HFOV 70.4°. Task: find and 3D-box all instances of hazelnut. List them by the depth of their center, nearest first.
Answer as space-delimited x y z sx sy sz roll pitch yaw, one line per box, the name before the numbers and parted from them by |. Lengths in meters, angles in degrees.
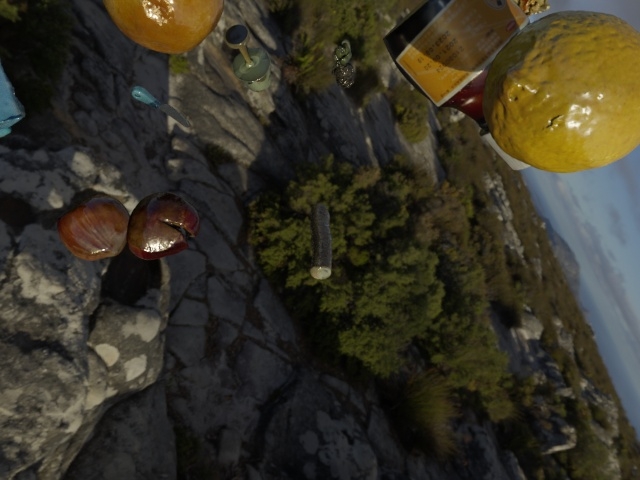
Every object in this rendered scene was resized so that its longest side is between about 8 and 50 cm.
hazelnut | -0.439 -0.036 1.258 0.178 0.178 0.204 45 73 -33
hazelnut | -0.697 -0.039 1.425 0.210 0.210 0.186 52 -13 -23

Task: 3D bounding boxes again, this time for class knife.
knife | -0.551 -0.467 1.603 0.244 0.058 0.032 28 52 -48

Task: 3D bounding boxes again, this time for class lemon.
lemon | 0.307 -0.175 0.559 0.257 0.188 0.188 3 63 -33

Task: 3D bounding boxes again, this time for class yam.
yam | 0.000 0.000 1.491 0.081 0.081 0.356 48 24 -29

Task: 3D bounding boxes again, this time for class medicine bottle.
medicine bottle | 0.334 -0.335 0.920 0.395 0.242 0.242 44 32 -12

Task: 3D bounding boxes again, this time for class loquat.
loquat | -0.434 -0.686 1.251 0.328 0.328 0.328 41 36 -38

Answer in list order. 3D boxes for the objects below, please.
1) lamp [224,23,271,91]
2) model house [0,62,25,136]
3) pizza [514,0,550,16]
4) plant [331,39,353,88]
lamp | -0.211 -0.534 1.348 0.214 0.121 0.121 64 10 -71
model house | -0.996 -0.394 1.245 0.215 0.303 0.237 -31 106 -42
pizza | 0.391 -0.594 1.074 0.074 0.251 0.287 -3 72 -28
plant | 0.078 -0.602 1.559 0.085 0.087 0.174 -51 154 -26
